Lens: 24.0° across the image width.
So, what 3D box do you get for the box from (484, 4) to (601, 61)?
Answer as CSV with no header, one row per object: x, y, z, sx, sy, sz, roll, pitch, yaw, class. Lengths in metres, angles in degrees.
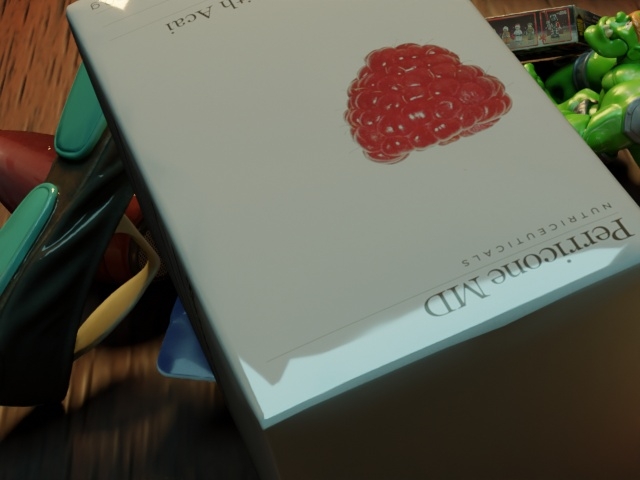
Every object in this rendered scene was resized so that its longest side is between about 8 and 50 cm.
0.119,-0.136,1.033,0.137,0.027,0.094,-6,1,22,box

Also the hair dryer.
-0.099,-0.046,1.020,0.293,0.080,0.223,0,30,4,hair dryer

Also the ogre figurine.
0.167,-0.080,0.903,0.118,0.097,0.197,-15,-4,30,ogre figurine

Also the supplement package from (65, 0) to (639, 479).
0.019,0.000,0.708,0.177,0.175,0.293,-23,47,-8,supplement package

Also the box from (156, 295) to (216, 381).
0.000,0.000,0.861,0.136,0.036,0.225,5,51,15,box

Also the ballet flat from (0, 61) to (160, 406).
-0.126,-0.029,0.881,0.280,0.096,0.095,-61,29,0,ballet flat
